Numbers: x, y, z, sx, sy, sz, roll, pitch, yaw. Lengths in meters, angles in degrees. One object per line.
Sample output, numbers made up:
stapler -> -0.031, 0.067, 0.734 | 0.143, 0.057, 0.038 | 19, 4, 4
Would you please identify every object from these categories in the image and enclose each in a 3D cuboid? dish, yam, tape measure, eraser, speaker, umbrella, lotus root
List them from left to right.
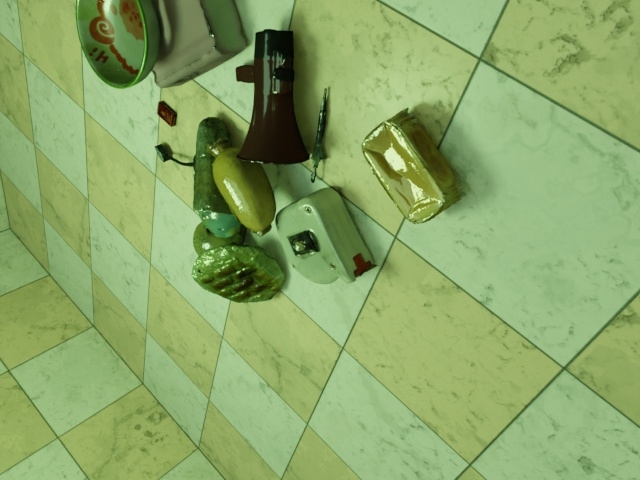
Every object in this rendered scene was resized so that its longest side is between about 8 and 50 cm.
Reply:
dish -> -0.552, -0.606, 1.569 | 0.324, 0.124, 0.324 | 16, 118, 33
eraser -> -0.388, -0.617, 1.570 | 0.359, 0.122, 0.272 | -6, 105, 47
yam -> -0.326, -0.221, 1.666 | 0.133, 0.133, 0.331 | -23, 67, 49
lotus root -> -0.213, -0.157, 1.550 | 0.130, 0.146, 0.303 | -30, 86, 18
speaker -> -0.128, -0.378, 1.469 | 0.259, 0.198, 0.330 | -123, 33, -75
tape measure -> 0.000, 0.000, 1.533 | 0.265, 0.130, 0.258 | -20, 100, 49
umbrella -> 0.001, -0.265, 1.445 | 0.044, 0.044, 0.269 | -114, 28, -49

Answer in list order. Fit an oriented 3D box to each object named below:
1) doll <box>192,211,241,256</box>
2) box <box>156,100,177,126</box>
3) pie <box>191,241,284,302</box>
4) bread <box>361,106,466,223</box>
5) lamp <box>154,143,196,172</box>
doll -> -0.335, -0.036, 1.823 | 0.177, 0.161, 0.261 | 37, 132, 22
box -> -0.529, -0.436, 1.889 | 0.082, 0.023, 0.052 | 42, 135, 19
pie -> -0.265, 0.114, 1.800 | 0.306, 0.071, 0.306 | 1, 139, 0
bread -> 0.208, -0.163, 1.243 | 0.241, 0.107, 0.136 | 55, 137, 5
lamp -> -0.450, -0.282, 1.889 | 0.371, 0.108, 0.130 | 20, 139, 55
